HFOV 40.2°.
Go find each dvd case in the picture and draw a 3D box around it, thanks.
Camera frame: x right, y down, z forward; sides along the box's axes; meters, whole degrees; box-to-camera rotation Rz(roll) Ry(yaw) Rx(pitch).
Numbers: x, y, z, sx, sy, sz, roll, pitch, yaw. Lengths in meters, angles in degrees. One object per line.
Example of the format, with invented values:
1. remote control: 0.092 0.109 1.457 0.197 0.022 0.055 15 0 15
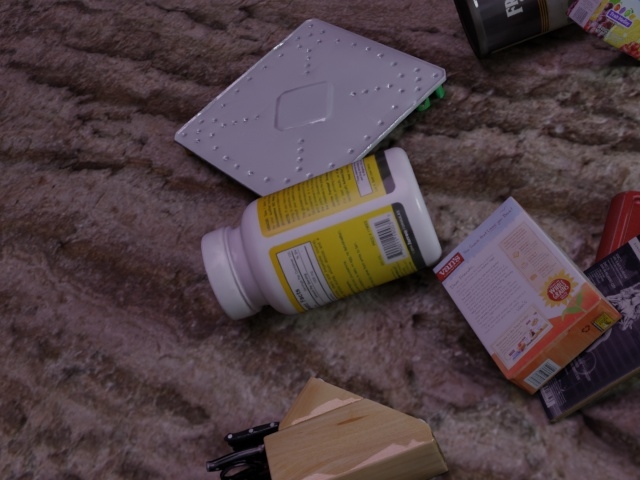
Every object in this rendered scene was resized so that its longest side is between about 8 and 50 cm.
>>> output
1. dvd case: 0.357 0.111 1.121 0.221 0.018 0.165 -39 41 23

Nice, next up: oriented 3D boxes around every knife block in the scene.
1. knife block: -0.009 0.311 1.123 0.275 0.088 0.242 16 60 34

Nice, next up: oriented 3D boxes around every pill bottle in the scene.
1. pill bottle: 0.000 0.000 1.319 0.333 0.188 0.188 -20 46 7

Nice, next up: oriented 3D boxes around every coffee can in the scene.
1. coffee can: 0.378 -0.464 1.540 0.275 0.202 0.202 -20 46 7

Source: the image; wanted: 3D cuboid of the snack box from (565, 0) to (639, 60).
1. snack box: 0.518 -0.403 1.381 0.207 0.174 0.070 -58 39 24

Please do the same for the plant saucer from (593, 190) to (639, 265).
1. plant saucer: 0.494 0.031 1.164 0.259 0.048 0.259 6 54 30

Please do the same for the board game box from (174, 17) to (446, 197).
1. board game box: -0.024 -0.235 1.632 0.390 0.050 0.390 -44 48 -15

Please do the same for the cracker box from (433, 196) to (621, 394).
1. cracker box: 0.270 0.069 1.177 0.156 0.067 0.232 -45 40 14
